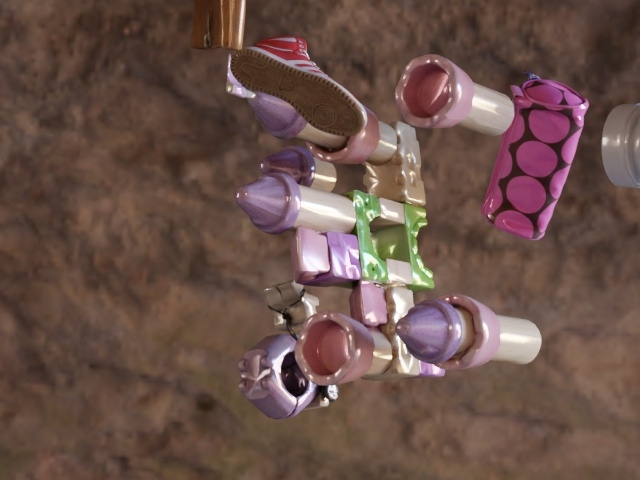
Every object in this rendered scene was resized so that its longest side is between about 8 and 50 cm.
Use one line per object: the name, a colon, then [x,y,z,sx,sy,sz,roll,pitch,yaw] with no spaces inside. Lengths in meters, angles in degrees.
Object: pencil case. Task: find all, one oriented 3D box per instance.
pencil case: [0.265,-0.102,1.776,0.098,0.095,0.209,-1,-58,-19]

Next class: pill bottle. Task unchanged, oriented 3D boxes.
pill bottle: [0.412,-0.097,1.460,0.221,0.124,0.124,3,-17,39]

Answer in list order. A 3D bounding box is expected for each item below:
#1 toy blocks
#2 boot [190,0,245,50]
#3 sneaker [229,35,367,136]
toy blocks: [0.000,0.000,1.267,0.309,0.289,0.260,-15,-16,37]
boot: [-0.086,-0.313,1.264,0.096,0.280,0.264,5,1,-18]
sneaker: [-0.009,-0.128,1.127,0.118,0.067,0.042,30,-63,5]
